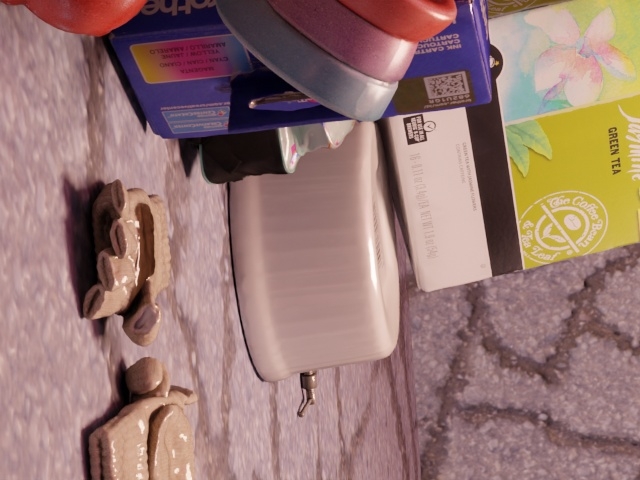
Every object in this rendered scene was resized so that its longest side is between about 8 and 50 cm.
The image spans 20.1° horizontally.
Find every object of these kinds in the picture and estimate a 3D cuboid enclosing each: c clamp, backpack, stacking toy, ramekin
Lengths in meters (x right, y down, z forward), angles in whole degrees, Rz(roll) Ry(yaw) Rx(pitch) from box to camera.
[{"bbox_3d":[-0.014,0.109,2.071,0.137,0.022,0.161,-45,130,-80],"label":"c clamp"},{"bbox_3d":[-0.044,-0.149,1.573,0.188,0.144,0.166,-78,157,-73],"label":"backpack"},{"bbox_3d":[-0.084,-0.196,1.152,0.309,0.130,0.279,23,23,-37],"label":"stacking toy"},{"bbox_3d":[0.000,0.000,1.821,0.277,0.135,0.277,-5,90,-83],"label":"ramekin"}]

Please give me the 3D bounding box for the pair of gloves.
[{"bbox_3d":[-0.119,0.079,1.243,0.204,0.042,0.240,23,63,-82],"label":"pair of gloves"}]

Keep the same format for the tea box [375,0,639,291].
[{"bbox_3d":[0.216,-0.164,1.909,0.220,0.323,0.329,-104,180,-51],"label":"tea box"}]

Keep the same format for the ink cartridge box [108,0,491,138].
[{"bbox_3d":[-0.011,-0.236,1.372,0.151,0.270,0.396,67,19,-61],"label":"ink cartridge box"}]
